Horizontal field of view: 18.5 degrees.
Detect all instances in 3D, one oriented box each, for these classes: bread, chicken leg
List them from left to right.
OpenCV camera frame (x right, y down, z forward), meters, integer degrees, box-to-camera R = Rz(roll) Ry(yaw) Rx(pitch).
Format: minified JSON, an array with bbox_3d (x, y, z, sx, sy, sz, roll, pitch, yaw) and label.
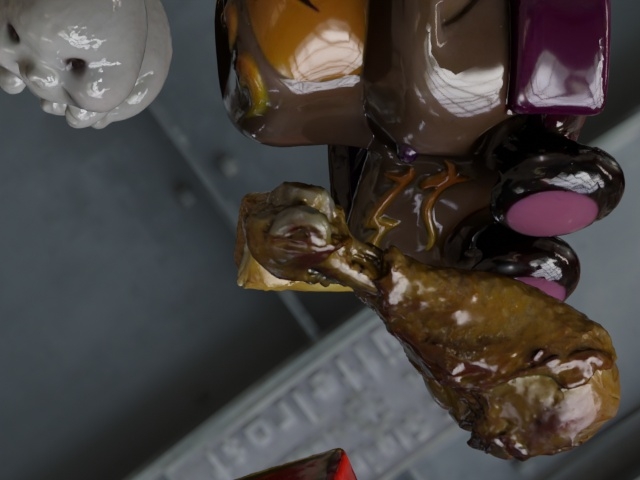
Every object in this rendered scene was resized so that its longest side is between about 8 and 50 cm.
[{"bbox_3d":[0.000,0.000,1.425,0.132,0.074,0.053,3,-160,-29],"label":"bread"},{"bbox_3d":[0.066,0.042,1.143,0.107,0.251,0.087,-46,-160,32],"label":"chicken leg"}]

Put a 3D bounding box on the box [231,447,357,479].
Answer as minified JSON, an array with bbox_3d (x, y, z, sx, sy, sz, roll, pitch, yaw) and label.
[{"bbox_3d":[0.014,0.264,0.764,0.089,0.313,0.197,-18,-167,13],"label":"box"}]

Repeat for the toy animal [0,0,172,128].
[{"bbox_3d":[-0.173,-0.176,1.499,0.178,0.127,0.193,-63,172,-16],"label":"toy animal"}]

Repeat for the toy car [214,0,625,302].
[{"bbox_3d":[0.052,-0.106,1.254,0.240,0.340,0.271,0,-120,-5],"label":"toy car"}]
